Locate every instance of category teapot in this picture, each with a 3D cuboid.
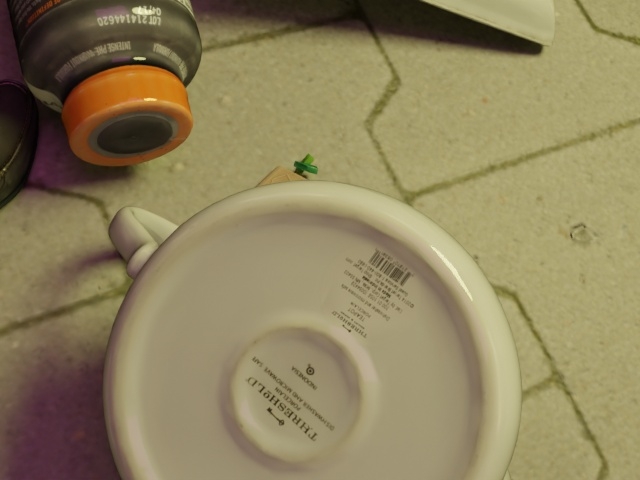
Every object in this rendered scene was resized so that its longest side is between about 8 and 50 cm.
[{"bbox_3d":[-0.002,0.084,0.531,0.252,0.187,0.256,-9,85,8],"label":"teapot"}]

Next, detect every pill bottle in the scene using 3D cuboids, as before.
[{"bbox_3d":[-0.164,-0.179,0.624,0.130,0.130,0.246,-10,69,-21],"label":"pill bottle"}]

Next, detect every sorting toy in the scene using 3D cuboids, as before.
[{"bbox_3d":[-0.020,-0.036,0.659,0.062,0.012,0.083,27,57,28],"label":"sorting toy"}]

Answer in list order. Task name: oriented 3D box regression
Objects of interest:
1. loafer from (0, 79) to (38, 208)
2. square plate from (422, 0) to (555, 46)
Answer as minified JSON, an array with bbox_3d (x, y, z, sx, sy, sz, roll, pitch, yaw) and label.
[{"bbox_3d":[-0.240,-0.048,0.580,0.062,0.061,0.170,18,62,-7],"label":"loafer"},{"bbox_3d":[0.070,-0.368,0.773,0.344,0.049,0.347,10,60,-32],"label":"square plate"}]
